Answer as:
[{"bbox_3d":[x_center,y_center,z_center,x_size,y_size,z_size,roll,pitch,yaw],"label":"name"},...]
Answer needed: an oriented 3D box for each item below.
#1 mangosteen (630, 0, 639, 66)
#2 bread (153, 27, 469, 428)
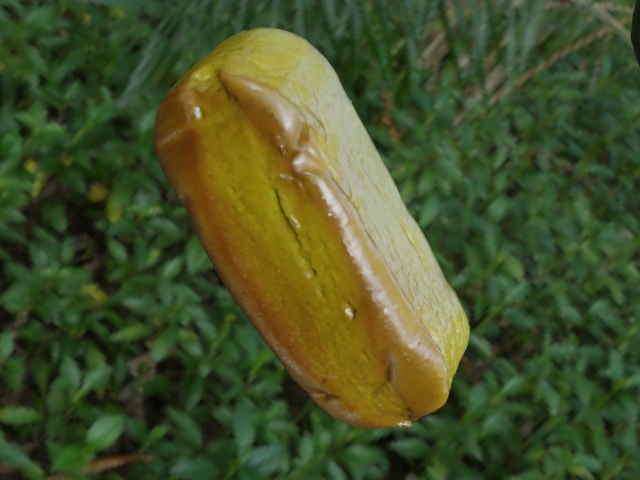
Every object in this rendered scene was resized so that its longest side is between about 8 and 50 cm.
[{"bbox_3d":[0.314,-0.166,1.078,0.152,0.152,0.152,33,25,-18],"label":"mangosteen"},{"bbox_3d":[0.000,0.000,0.803,0.245,0.102,0.094,60,39,-20],"label":"bread"}]
